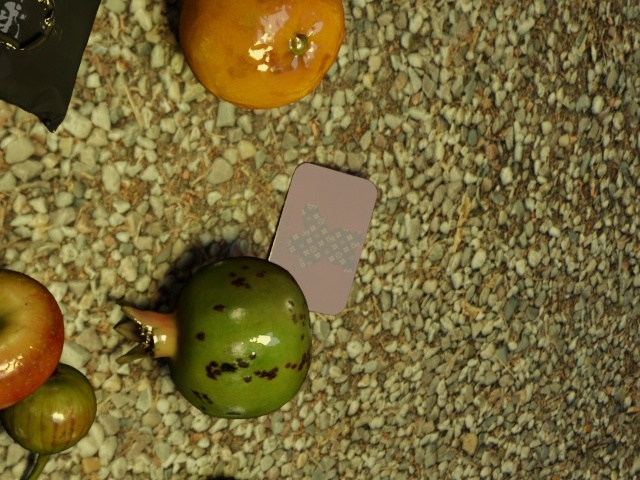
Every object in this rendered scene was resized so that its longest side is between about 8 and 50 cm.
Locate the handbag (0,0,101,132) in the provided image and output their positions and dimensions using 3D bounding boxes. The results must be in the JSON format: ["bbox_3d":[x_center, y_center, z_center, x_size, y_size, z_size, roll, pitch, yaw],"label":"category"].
[{"bbox_3d":[-0.403,-0.305,1.534,0.211,0.088,0.254,30,74,-58],"label":"handbag"}]

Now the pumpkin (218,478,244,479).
[{"bbox_3d":[-0.175,0.551,2.049,0.211,0.152,0.212,-5,104,-20],"label":"pumpkin"}]

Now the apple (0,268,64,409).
[{"bbox_3d":[-0.492,0.153,1.596,0.234,0.210,0.173,-9,149,-26],"label":"apple"}]

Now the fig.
[{"bbox_3d":[-0.435,0.319,1.748,0.151,0.151,0.259,-14,124,-36],"label":"fig"}]

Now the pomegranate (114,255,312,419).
[{"bbox_3d":[-0.163,0.167,1.823,0.323,0.290,0.291,-1,108,-40],"label":"pomegranate"}]

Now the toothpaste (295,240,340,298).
[{"bbox_3d":[-0.032,0.084,2.056,0.248,0.047,0.078,-54,129,-8],"label":"toothpaste"}]

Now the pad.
[{"bbox_3d":[0.000,0.000,2.028,0.181,0.004,0.267,14,94,-23],"label":"pad"}]

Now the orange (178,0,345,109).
[{"bbox_3d":[-0.095,-0.333,1.712,0.261,0.261,0.261,-16,117,-35],"label":"orange"}]
